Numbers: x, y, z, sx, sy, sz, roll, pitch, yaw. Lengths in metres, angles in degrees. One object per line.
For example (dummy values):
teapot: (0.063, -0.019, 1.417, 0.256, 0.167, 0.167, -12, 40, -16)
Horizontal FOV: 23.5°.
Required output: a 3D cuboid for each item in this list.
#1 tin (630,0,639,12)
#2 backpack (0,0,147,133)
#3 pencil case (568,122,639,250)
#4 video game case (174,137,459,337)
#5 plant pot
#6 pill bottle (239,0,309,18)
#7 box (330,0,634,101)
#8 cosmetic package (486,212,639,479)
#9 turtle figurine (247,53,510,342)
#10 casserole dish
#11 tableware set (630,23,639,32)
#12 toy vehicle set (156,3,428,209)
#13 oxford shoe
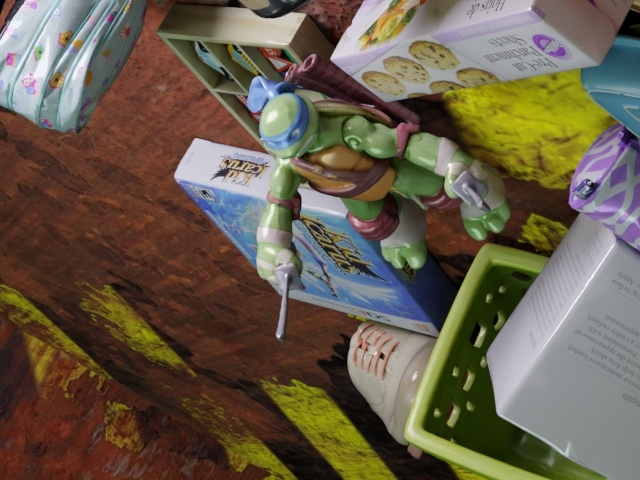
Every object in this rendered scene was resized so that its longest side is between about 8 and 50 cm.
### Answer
tin: (0.179, -0.208, 0.965, 0.190, 0.040, 0.106, 35, 156, -23)
backpack: (-0.219, -0.187, 1.343, 0.115, 0.182, 0.152, 25, 161, 9)
pencil case: (0.298, -0.020, 1.237, 0.206, 0.086, 0.088, 30, 129, -11)
video game case: (0.000, 0.000, 1.729, 0.244, 0.061, 0.269, 12, 156, 36)
plant pot: (0.248, 0.162, 1.574, 0.227, 0.228, 0.207, 18, 167, 26)
pill bottle: (-0.077, -0.261, 1.042, 0.219, 0.123, 0.123, 39, 159, -29)
box: (0.105, -0.153, 1.107, 0.067, 0.063, 0.324, 33, 168, -20)
cosmetic package: (0.257, 0.089, 1.336, 0.151, 0.183, 0.151, 31, -164, -7)
turtle figurine: (0.054, -0.011, 1.316, 0.275, 0.198, 0.266, 44, -165, 33)
casserole dish: (0.257, -0.090, 1.095, 0.188, 0.037, 0.114, 28, 173, -42)
tableware set: (0.287, -0.112, 1.066, 0.169, 0.020, 0.141, 23, 173, -2)
toy vehicle set: (-0.016, -0.125, 1.456, 0.166, 0.035, 0.267, 11, 155, 40)
oxford shoe: (0.093, 0.165, 1.843, 0.146, 0.140, 0.397, 33, 173, 3)
